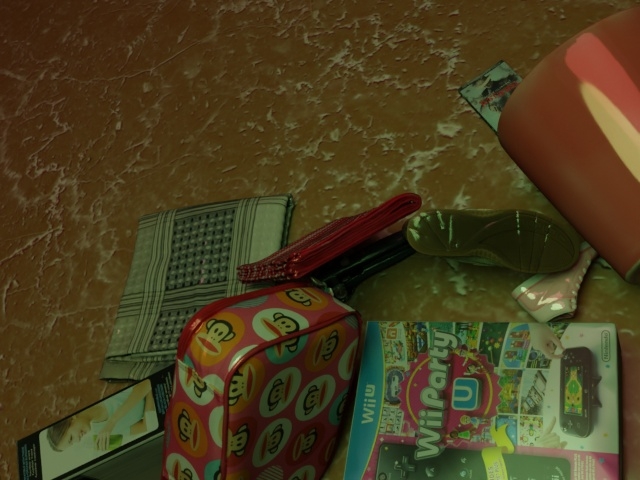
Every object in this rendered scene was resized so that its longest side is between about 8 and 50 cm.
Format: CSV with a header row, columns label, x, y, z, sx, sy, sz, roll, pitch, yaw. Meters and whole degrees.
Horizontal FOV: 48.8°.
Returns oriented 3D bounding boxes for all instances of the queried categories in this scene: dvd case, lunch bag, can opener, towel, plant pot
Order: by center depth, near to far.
label,x,y,z,sx,sy,sz,roll,pitch,yaw
plant pot,0.389,-0.098,0.842,0.275,0.275,0.243,-29,63,8
lunch bag,-0.053,0.196,0.852,0.120,0.258,0.293,31,120,37
towel,0.000,0.000,0.960,0.199,0.031,0.275,-28,5,-21
can opener,0.066,0.030,1.035,0.186,0.059,0.073,-28,53,9
dvd case,0.282,-0.224,1.107,0.087,0.013,0.119,-33,52,5
towel,-0.204,0.076,1.143,0.312,0.056,0.324,-6,61,23

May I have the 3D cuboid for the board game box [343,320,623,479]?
label,x,y,z,sx,sy,sz,roll,pitch,yaw
board game box,0.195,0.216,0.842,0.303,0.097,0.224,-3,61,26

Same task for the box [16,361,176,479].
label,x,y,z,sx,sy,sz,roll,pitch,yaw
box,-0.246,0.276,0.978,0.290,0.169,0.087,-26,56,9

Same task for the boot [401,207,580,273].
label,x,y,z,sx,sy,sz,roll,pitch,yaw
boot,0.215,-0.004,0.933,0.213,0.165,0.077,6,91,3

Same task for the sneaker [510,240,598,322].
label,x,y,z,sx,sy,sz,roll,pitch,yaw
sneaker,0.319,0.058,0.905,0.134,0.051,0.070,-34,66,-3
